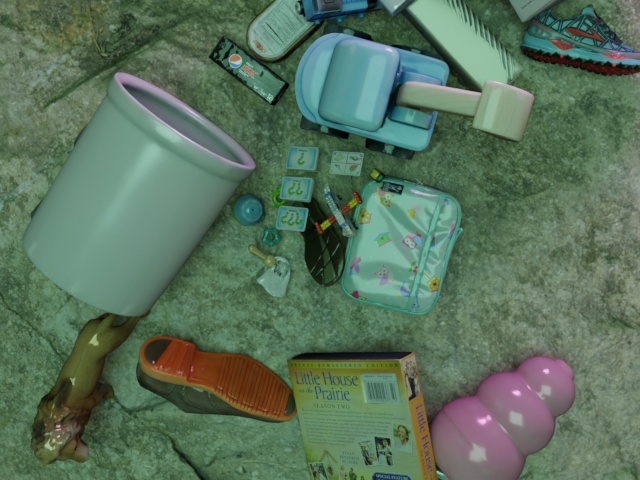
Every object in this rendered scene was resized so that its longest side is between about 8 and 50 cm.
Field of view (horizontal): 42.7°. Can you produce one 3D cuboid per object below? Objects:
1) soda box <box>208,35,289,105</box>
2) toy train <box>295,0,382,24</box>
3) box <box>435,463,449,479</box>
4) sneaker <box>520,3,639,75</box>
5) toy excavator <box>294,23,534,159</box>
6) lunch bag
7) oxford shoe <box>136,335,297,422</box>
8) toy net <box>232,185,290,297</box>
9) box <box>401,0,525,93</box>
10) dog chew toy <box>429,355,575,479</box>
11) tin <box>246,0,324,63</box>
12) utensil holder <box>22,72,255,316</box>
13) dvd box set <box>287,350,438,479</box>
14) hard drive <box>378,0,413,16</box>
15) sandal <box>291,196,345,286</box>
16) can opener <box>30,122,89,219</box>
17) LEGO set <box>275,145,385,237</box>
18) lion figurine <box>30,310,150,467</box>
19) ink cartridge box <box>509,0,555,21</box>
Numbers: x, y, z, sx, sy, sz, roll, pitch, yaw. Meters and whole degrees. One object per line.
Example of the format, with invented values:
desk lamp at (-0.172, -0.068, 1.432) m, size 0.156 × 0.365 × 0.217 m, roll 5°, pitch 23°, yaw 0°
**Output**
soda box at (-0.151, -0.359, 1.733) m, size 0.169 × 0.053 × 0.060 m, roll 38°, pitch 99°, yaw 2°
toy train at (0.042, -0.485, 1.649) m, size 0.184 × 0.105 × 0.080 m, roll -12°, pitch 96°, yaw -16°
box at (0.240, 0.531, 1.773) m, size 0.244 × 0.060 × 0.101 m, roll 28°, pitch 99°, yaw 4°
sneaker at (0.537, -0.402, 1.613) m, size 0.261 × 0.104 × 0.125 m, roll 14°, pitch 96°, yaw 6°
toy excavator at (0.149, -0.262, 1.505) m, size 0.432 × 0.445 × 0.222 m, roll 17°, pitch 99°, yaw 6°
lunch bag at (0.171, 0.006, 1.701) m, size 0.224 × 0.108 × 0.279 m, roll 15°, pitch 99°, yaw 6°
oxford shoe at (-0.229, 0.325, 1.804) m, size 0.363 × 0.130 × 0.133 m, roll 22°, pitch 131°, yaw -2°
toy net at (-0.106, 0.006, 1.776) m, size 0.122 × 0.045 × 0.232 m, roll -17°, pitch 97°, yaw -20°
box at (0.279, -0.407, 1.643) m, size 0.094 × 0.113 × 0.275 m, roll -43°, pitch 91°, yaw 8°
dog chew toy at (0.381, 0.367, 1.675) m, size 0.332 × 0.206 × 0.207 m, roll -41°, pitch 90°, yaw 1°
tin at (-0.074, -0.457, 1.723) m, size 0.189 × 0.040 × 0.106 m, roll -41°, pitch 85°, yaw 10°
utensil holder at (-0.371, -0.086, 1.657) m, size 0.327 × 0.327 × 0.385 m, roll 36°, pitch 101°, yaw 3°
dvd box set at (0.095, 0.441, 1.712) m, size 0.307 × 0.062 × 0.421 m, roll -8°, pitch 95°, yaw 39°
hard drive at (0.119, -0.613, 1.586) m, size 0.203 × 0.040 × 0.307 m, roll -40°, pitch 81°, yaw 4°
sandal at (0.000, 0.000, 1.721) m, size 0.090 × 0.060 × 0.219 m, roll -38°, pitch 55°, yaw 16°
can opener at (-0.538, -0.151, 1.811) m, size 0.283 × 0.076 × 0.095 m, roll -46°, pitch 57°, yaw 10°
LEGO set at (0.010, -0.103, 1.674) m, size 0.244 × 0.060 × 0.183 m, roll 8°, pitch 84°, yaw 33°
lion figurine at (-0.500, 0.275, 1.753) m, size 0.142 × 0.240 × 0.392 m, roll 18°, pitch 97°, yaw 5°
ink cartridge box at (0.414, -0.650, 1.521) m, size 0.279 × 0.160 × 0.385 m, roll -31°, pitch 92°, yaw -21°
